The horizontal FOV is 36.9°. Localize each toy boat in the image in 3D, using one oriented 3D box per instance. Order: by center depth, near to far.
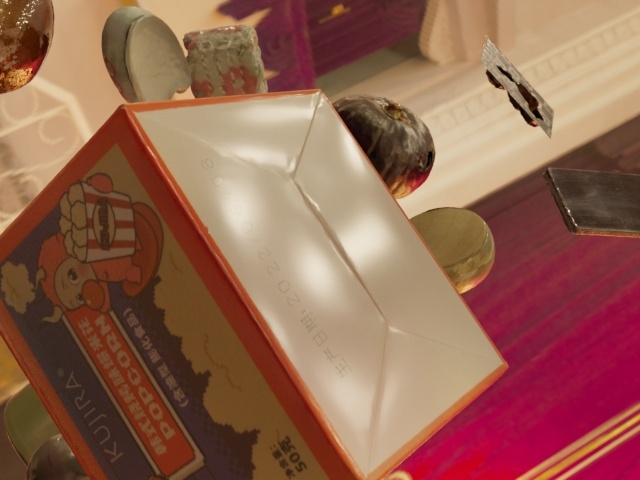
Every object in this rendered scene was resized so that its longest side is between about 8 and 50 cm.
[{"bbox_3d":[-0.290,-0.288,1.554,0.078,0.134,0.208,18,-26,31],"label":"toy boat"}]

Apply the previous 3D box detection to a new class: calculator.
[{"bbox_3d":[0.535,-0.066,1.716,0.021,0.261,0.161,111,-24,-43],"label":"calculator"}]

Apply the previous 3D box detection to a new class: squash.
[{"bbox_3d":[0.086,-0.145,1.484,0.193,0.193,0.156,56,-39,23],"label":"squash"}]

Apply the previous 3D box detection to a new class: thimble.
[{"bbox_3d":[-0.182,-0.329,1.886,0.211,0.149,0.185,80,0,-70],"label":"thimble"}]

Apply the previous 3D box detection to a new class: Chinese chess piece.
[{"bbox_3d":[0.265,0.023,2.103,0.238,0.237,0.092,44,-22,49],"label":"Chinese chess piece"}]

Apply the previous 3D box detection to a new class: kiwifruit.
[{"bbox_3d":[-0.524,-0.341,1.535,0.196,0.195,0.234,86,-5,-55],"label":"kiwifruit"}]

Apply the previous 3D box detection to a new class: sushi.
[{"bbox_3d":[0.347,-0.273,1.749,0.201,0.031,0.139,45,32,-11],"label":"sushi"}]

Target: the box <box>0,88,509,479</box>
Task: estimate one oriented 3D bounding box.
[{"bbox_3d":[-0.066,0.076,0.884,0.257,0.318,0.349,-39,-99,32],"label":"box"}]

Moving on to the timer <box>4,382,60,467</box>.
[{"bbox_3d":[-0.277,0.234,1.483,0.290,0.315,0.291,41,5,-4],"label":"timer"}]

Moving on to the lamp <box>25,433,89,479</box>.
[{"bbox_3d":[-0.304,0.285,1.159,0.105,0.105,0.105,54,-18,26],"label":"lamp"}]
